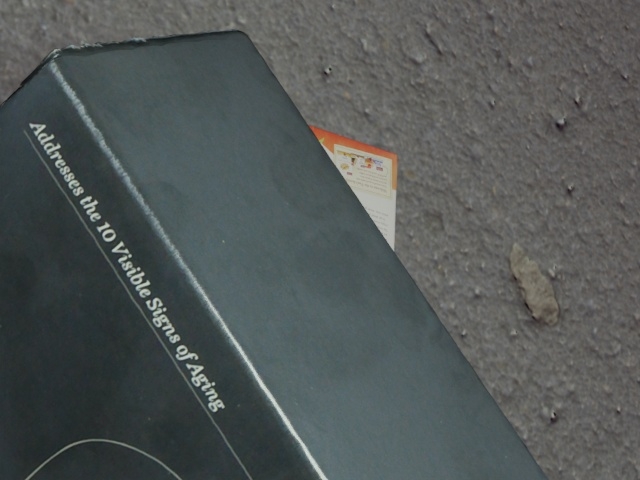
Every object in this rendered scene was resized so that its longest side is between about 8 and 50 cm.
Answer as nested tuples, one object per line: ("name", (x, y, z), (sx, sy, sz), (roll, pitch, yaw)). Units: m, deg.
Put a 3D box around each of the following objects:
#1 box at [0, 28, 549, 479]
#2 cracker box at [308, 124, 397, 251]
("box", (-0.160, 0.163, 1.527), (0.480, 0.472, 0.297), (57, 29, 8))
("cracker box", (0.000, 0.000, 2.067), (0.156, 0.067, 0.232), (17, 64, -31))
